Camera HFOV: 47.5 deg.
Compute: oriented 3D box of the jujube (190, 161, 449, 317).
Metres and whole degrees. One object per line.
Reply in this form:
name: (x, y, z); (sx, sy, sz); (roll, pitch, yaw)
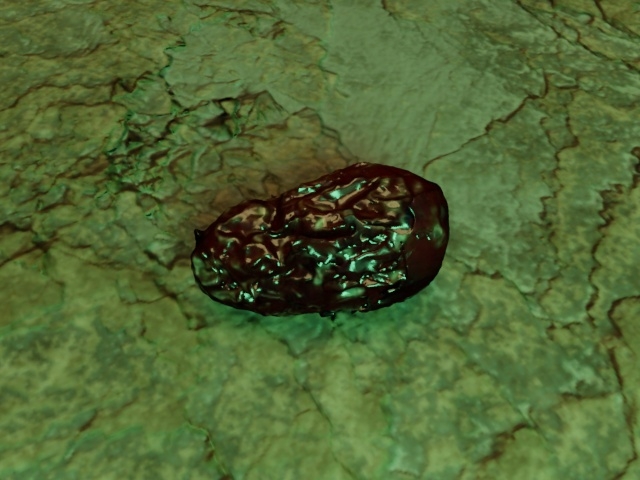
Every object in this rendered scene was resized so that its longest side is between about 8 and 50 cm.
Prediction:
jujube: (0.001, 0.002, 0.472); (0.166, 0.104, 0.104); (-6, 52, 10)
